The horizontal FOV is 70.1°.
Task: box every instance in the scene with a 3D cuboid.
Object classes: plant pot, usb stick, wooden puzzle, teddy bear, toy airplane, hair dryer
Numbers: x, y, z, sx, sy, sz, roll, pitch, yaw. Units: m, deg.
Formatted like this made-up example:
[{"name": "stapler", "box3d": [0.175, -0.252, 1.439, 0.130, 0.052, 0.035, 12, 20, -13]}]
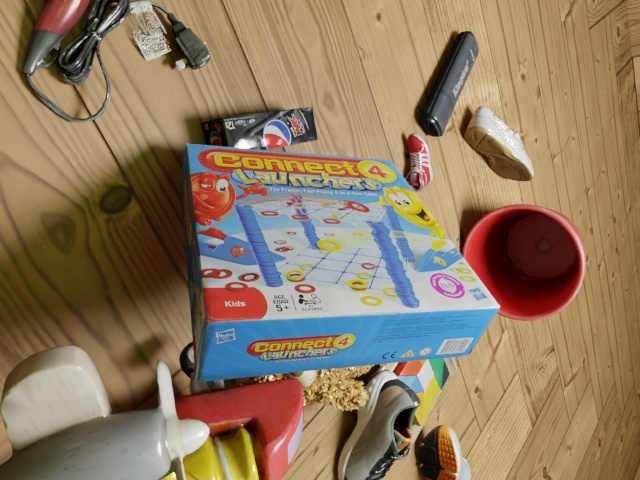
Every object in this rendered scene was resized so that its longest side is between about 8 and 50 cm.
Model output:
[{"name": "plant pot", "box3d": [0.526, 0.033, 1.136, 0.243, 0.275, 0.275, -15, 103, -50]}, {"name": "usb stick", "box3d": [0.292, -0.353, 1.024, 0.077, 0.045, 0.278, 42, 65, -35]}, {"name": "wooden puzzle", "box3d": [0.217, 0.295, 0.998, 0.239, 0.044, 0.221, -42, 120, -32]}, {"name": "teddy bear", "box3d": [0.020, 0.174, 0.766, 0.338, 0.113, 0.245, 9, 85, -43]}, {"name": "toy airplane", "box3d": [-0.196, 0.297, 0.462, 0.384, 0.272, 0.386, -55, 142, -1]}, {"name": "hair dryer", "box3d": [-0.255, -0.303, 0.502, 0.223, 0.080, 0.293, -38, 117, -34]}]

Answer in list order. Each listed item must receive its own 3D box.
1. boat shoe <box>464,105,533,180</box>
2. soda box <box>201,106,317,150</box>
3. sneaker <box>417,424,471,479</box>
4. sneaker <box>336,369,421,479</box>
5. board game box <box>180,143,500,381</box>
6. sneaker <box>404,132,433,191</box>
[{"name": "boat shoe", "box3d": [0.470, -0.243, 1.160, 0.277, 0.098, 0.096, 30, 74, -38]}, {"name": "soda box", "box3d": [-0.085, -0.162, 0.680, 0.169, 0.060, 0.053, -21, 108, -40]}, {"name": "sneaker", "box3d": [0.298, 0.524, 1.066, 0.121, 0.099, 0.262, -29, 120, -46]}, {"name": "sneaker", "box3d": [0.110, 0.387, 0.852, 0.100, 0.108, 0.271, 7, 101, -43]}, {"name": "board game box", "box3d": [-0.002, 0.005, 0.552, 0.308, 0.302, 0.086, 0, 130, -21]}, {"name": "sneaker", "box3d": [0.198, -0.159, 0.953, 0.067, 0.042, 0.118, -45, 123, -35]}]
